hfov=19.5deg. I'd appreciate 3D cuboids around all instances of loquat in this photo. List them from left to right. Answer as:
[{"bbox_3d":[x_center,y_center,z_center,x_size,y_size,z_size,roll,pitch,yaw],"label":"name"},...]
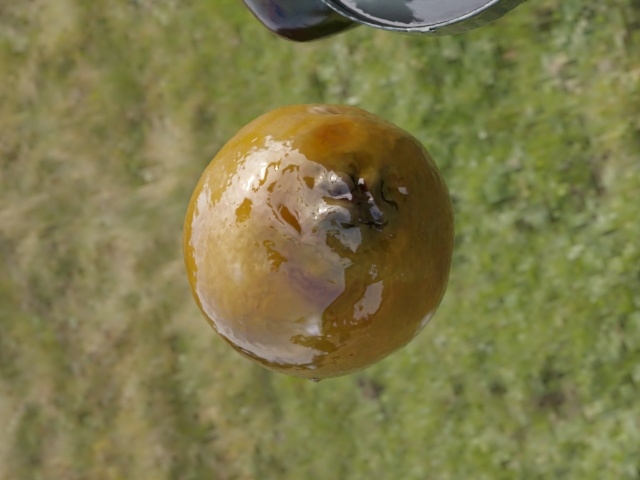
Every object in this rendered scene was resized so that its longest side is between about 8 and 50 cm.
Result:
[{"bbox_3d":[0.000,0.000,2.155,0.328,0.328,0.328,44,143,46],"label":"loquat"}]

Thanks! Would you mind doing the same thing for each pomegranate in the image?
[{"bbox_3d":[0.007,-0.301,2.012,0.181,0.224,0.181,1,92,30],"label":"pomegranate"}]

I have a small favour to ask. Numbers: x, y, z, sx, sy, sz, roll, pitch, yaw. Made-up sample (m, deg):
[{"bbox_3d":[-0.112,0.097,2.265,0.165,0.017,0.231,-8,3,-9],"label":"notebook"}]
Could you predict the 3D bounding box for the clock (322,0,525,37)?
[{"bbox_3d":[0.105,-0.343,1.767,0.313,0.061,0.312,-3,83,24],"label":"clock"}]
